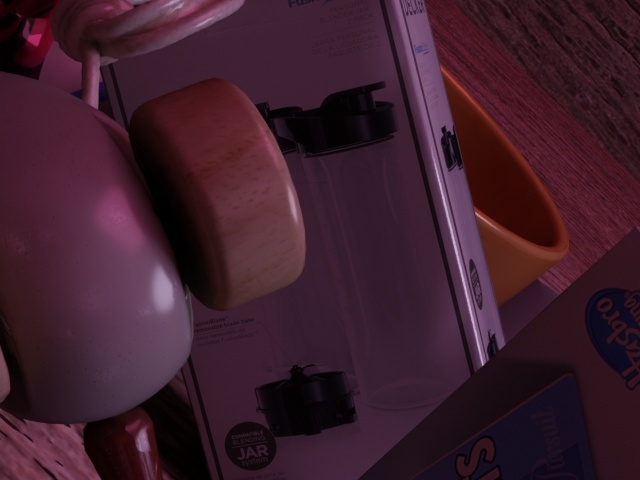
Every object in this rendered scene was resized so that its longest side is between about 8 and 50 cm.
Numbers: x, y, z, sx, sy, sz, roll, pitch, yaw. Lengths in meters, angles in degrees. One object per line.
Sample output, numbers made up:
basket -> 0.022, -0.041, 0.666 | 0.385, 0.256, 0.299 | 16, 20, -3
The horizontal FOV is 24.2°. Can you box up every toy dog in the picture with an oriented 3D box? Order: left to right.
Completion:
toy dog -> -0.121, 0.004, 0.624 | 0.334, 0.220, 0.161 | -106, -174, -66

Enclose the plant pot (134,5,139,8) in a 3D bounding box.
plant pot -> -0.167, -0.268, 1.105 | 0.254, 0.239, 0.254 | 39, 19, -17

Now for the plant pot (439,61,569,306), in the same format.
plant pot -> -0.005, -0.032, 1.006 | 0.291, 0.203, 0.291 | 40, 19, -17

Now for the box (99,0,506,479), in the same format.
box -> 0.000, 0.000, 0.810 | 0.087, 0.169, 0.290 | -37, 113, -71

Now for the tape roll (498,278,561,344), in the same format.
tape roll -> 0.212, 0.122, 1.234 | 0.219, 0.072, 0.219 | 42, -6, 6

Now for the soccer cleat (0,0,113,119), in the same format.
soccer cleat -> -0.153, -0.052, 0.900 | 0.143, 0.116, 0.331 | 46, 21, -31

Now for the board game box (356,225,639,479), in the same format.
board game box -> 0.028, 0.199, 0.359 | 0.079, 0.336, 0.254 | 31, 23, -38
